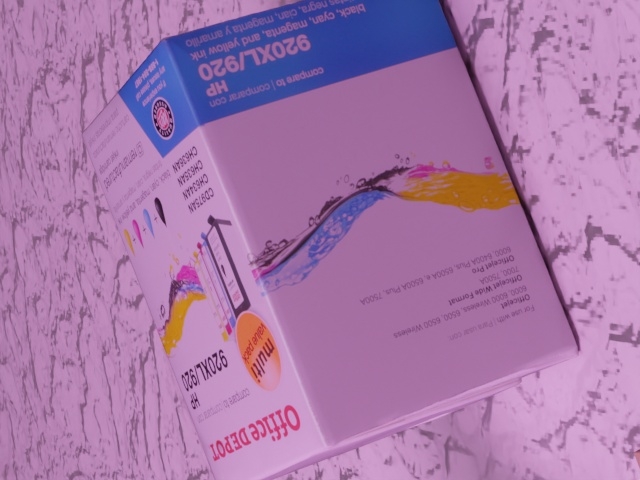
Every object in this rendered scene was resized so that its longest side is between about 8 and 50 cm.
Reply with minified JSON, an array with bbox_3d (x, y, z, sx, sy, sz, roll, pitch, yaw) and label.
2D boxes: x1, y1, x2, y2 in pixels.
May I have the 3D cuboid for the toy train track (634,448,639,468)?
[{"bbox_3d":[0.183,0.144,1.007,0.048,0.014,0.083,-9,104,57],"label":"toy train track"}]

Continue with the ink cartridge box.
[{"bbox_3d":[0.000,0.000,1.095,0.171,0.168,0.232,-35,76,63],"label":"ink cartridge box"}]
